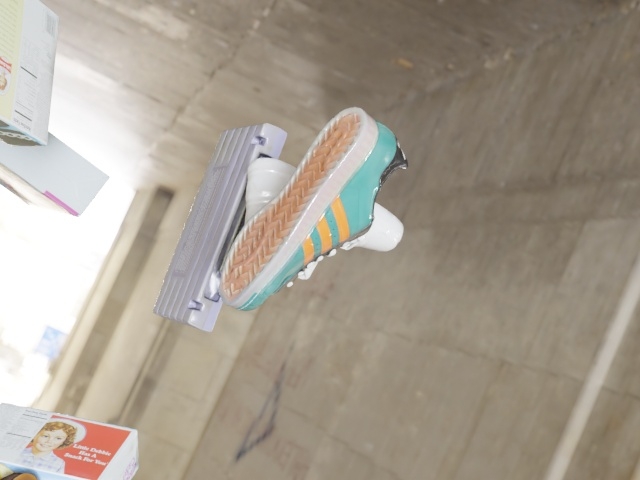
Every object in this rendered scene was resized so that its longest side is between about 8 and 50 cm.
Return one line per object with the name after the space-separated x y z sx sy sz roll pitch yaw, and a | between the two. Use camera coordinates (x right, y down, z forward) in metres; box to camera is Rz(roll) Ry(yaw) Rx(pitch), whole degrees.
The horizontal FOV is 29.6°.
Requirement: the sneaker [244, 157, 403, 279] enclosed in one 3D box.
0.000 0.000 1.936 0.292 0.169 0.108 22 148 -25 | sneaker

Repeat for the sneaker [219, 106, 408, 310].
-0.002 -0.019 1.542 0.121 0.302 0.108 34 -171 -35 | sneaker

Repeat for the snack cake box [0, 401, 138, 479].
-0.460 0.373 2.061 0.264 0.089 0.152 9 -152 14 | snack cake box

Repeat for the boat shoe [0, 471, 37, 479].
-0.533 0.440 1.900 0.073 0.207 0.073 -12 107 41 | boat shoe

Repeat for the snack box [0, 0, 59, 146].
-0.426 -0.247 1.508 0.060 0.187 0.322 1 169 13 | snack box

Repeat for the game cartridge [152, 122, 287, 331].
-0.174 -0.024 2.068 0.068 0.355 0.230 23 173 -18 | game cartridge

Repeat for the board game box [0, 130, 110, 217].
-0.526 -0.148 2.117 0.224 0.097 0.303 39 168 -26 | board game box
